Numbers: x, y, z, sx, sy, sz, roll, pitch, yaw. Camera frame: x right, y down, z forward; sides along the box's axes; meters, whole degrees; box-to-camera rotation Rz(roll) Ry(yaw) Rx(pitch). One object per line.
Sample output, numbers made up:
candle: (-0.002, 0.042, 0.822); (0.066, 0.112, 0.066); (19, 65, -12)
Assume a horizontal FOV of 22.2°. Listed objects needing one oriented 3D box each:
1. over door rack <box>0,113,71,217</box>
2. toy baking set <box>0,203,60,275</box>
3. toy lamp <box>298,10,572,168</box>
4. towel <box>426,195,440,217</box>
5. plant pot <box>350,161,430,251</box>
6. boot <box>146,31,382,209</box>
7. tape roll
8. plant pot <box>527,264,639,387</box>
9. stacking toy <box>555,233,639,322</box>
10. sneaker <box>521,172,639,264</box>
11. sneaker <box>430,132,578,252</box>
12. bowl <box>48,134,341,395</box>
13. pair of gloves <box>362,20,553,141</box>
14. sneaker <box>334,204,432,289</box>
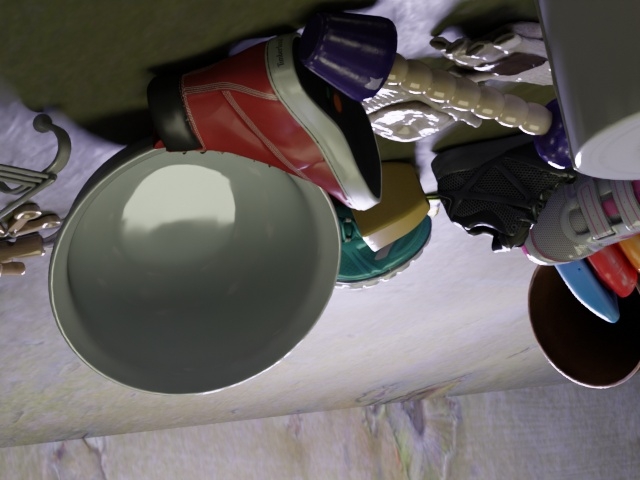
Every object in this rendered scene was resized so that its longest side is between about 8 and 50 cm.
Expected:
over door rack: (-0.417, -0.027, 1.479); (0.324, 0.108, 0.239); (-41, 153, 24)
toy baking set: (-0.344, 0.008, 1.868); (0.196, 0.030, 0.256); (-21, 162, 36)
toy lamp: (0.110, -0.137, 1.440); (0.274, 0.080, 0.080); (17, 154, -26)
towel: (0.122, -0.039, 2.046); (0.060, 0.009, 0.083); (-9, 165, -3)
plant pot: (0.079, -0.046, 1.863); (0.083, 0.081, 0.081); (-22, 164, 6)
boot: (-0.054, -0.093, 1.522); (0.176, 0.088, 0.244); (-15, 146, 21)
tape roll: (0.318, -0.168, 1.382); (0.246, 0.169, 0.246); (-10, 165, -3)
plant pot: (0.463, 0.085, 2.427); (0.230, 0.215, 0.215); (-17, 174, -43)
stacking toy: (0.421, -0.052, 1.982); (0.302, 0.175, 0.166); (-32, -171, 14)
sneaker: (0.342, -0.052, 1.866); (0.252, 0.103, 0.111); (-30, -177, 2)
sneaker: (0.248, -0.058, 1.830); (0.227, 0.130, 0.087); (-14, 166, 5)
bowl: (-0.138, 0.000, 1.660); (0.298, 0.134, 0.298); (-8, 121, -14)
pair of gloves: (0.133, -0.149, 1.579); (0.240, 0.042, 0.204); (-18, 163, 32)
sneaker: (0.000, 0.000, 1.946); (0.275, 0.107, 0.110); (-10, 156, -2)
